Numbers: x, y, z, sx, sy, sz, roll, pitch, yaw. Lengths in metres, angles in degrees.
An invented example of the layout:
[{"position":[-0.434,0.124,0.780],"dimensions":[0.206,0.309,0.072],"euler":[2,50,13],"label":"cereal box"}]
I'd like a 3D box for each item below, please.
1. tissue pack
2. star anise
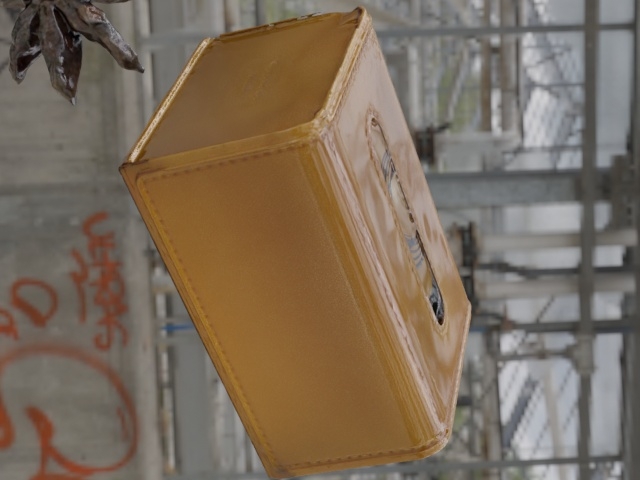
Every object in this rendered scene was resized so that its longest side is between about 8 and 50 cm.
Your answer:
[{"position":[0.000,0.000,0.900],"dimensions":[0.194,0.145,0.275],"euler":[-73,148,-54],"label":"tissue pack"},{"position":[-0.165,-0.154,0.807],"dimensions":[0.042,0.141,0.141],"euler":[-18,106,-73],"label":"star anise"}]
